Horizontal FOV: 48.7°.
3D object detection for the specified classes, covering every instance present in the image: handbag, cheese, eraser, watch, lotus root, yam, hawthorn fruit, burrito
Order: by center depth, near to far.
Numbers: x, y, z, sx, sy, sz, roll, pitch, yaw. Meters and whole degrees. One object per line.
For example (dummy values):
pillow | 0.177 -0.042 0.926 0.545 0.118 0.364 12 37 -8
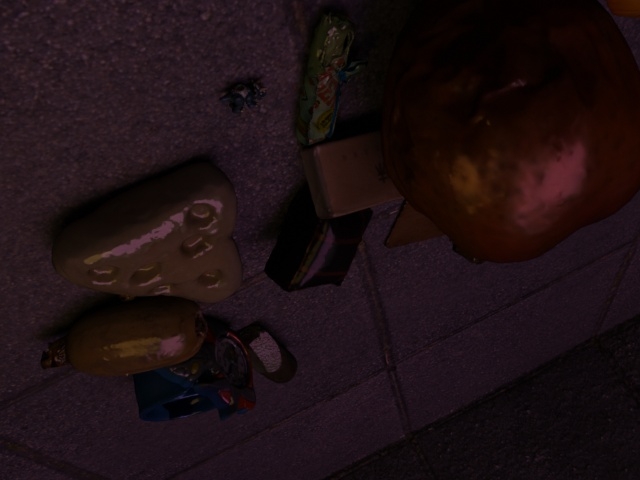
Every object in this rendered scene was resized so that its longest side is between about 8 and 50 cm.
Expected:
hawthorn fruit | 0.293 -0.206 1.145 0.472 0.471 0.471 -21 149 -13
burrito | 0.020 -0.268 1.199 0.104 0.054 0.288 -16 147 -21
cheese | -0.312 0.035 1.308 0.328 0.129 0.351 -20 147 -18
eraser | 0.141 -0.151 1.375 0.343 0.144 0.078 -18 -174 -20
lotus root | -0.405 0.201 1.457 0.343 0.151 0.169 -10 165 -1
handbag | 0.000 0.000 1.483 0.169 0.155 0.215 3 119 -45
watch | -0.334 0.334 1.673 0.274 0.241 0.305 -28 153 27
yam | -0.139 0.311 1.902 0.106 0.106 0.259 -30 151 3

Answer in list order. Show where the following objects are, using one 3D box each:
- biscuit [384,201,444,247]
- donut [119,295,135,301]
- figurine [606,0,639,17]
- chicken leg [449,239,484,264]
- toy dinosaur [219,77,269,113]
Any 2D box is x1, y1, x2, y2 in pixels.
biscuit | 0.285 -0.069 1.759 0.237 0.013 0.232 -14 147 -26
donut | -0.364 0.101 1.435 0.083 0.067 0.038 -55 -178 -24
figurine | 0.442 -0.451 1.005 0.196 0.323 0.320 -40 149 20
chicken leg | 0.388 -0.083 1.691 0.211 0.140 0.361 -37 146 -31
toy dinosaur | -0.125 -0.237 1.149 0.083 0.030 0.047 -22 148 -12
